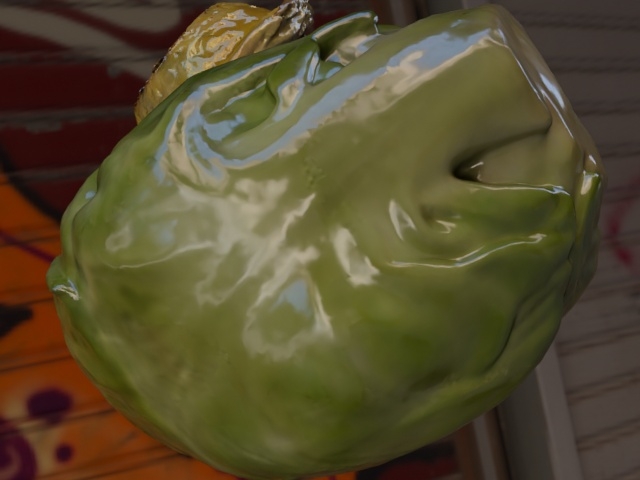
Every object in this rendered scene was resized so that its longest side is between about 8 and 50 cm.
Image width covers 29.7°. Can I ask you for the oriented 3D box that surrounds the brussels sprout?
[{"bbox_3d":[0.000,0.000,0.696,0.328,0.247,0.328,-29,19,11],"label":"brussels sprout"}]

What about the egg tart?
[{"bbox_3d":[-0.119,-0.177,1.378,0.288,0.118,0.288,-49,0,-1],"label":"egg tart"}]
